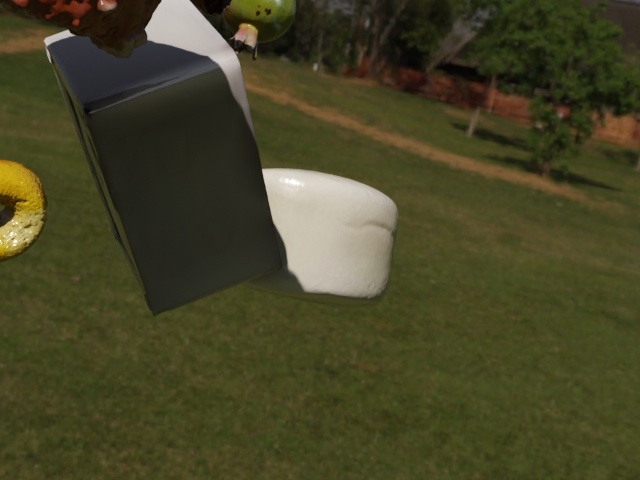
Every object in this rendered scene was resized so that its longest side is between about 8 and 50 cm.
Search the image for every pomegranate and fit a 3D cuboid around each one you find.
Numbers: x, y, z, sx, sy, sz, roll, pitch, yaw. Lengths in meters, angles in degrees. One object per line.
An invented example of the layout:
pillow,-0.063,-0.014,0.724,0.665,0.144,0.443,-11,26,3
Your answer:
pomegranate,-0.110,-0.373,1.523,0.129,0.159,0.129,18,2,-1

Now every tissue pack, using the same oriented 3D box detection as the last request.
tissue pack,-0.144,-0.077,0.849,0.136,0.246,0.159,-23,43,-14

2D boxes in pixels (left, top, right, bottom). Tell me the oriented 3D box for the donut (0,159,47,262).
donut,-0.483,-0.036,1.329,0.178,0.162,0.065,-19,36,-24

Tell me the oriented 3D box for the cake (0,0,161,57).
cake,-0.190,-0.215,0.518,0.283,0.151,0.177,30,-1,21

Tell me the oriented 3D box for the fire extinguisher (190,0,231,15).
fire extinguisher,-0.280,-0.425,1.355,0.337,0.106,0.147,25,-24,18

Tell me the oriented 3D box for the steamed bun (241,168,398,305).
steamed bun,0.000,0.000,1.061,0.164,0.146,0.241,7,-5,29
